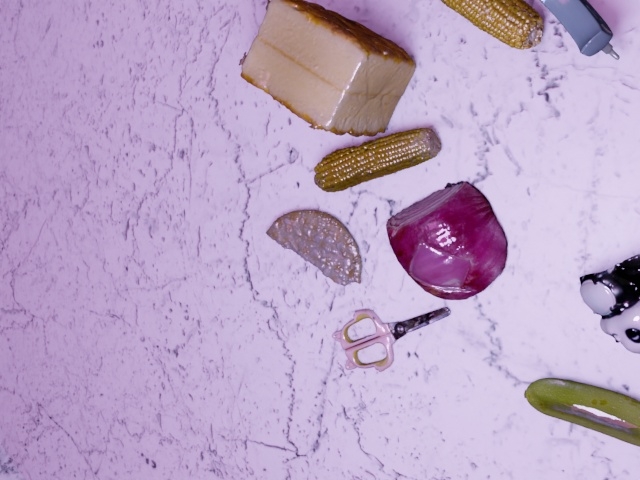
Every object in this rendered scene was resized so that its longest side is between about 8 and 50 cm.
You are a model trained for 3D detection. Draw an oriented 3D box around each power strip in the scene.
[{"bbox_3d":[0.456,-0.424,1.224,0.253,0.167,0.054,52,126,12],"label":"power strip"}]

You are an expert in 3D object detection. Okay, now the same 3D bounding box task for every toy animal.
[{"bbox_3d":[0.578,0.122,1.231,0.138,0.166,0.179,-23,82,-4],"label":"toy animal"}]

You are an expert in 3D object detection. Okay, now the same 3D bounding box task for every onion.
[{"bbox_3d":[0.263,0.014,1.444,0.250,0.111,0.248,-30,79,30],"label":"onion"}]

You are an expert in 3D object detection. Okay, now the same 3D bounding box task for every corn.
[{"bbox_3d":[0.117,-0.182,1.520,0.319,0.097,0.097,-14,89,31],"label":"corn"},{"bbox_3d":[0.321,-0.482,1.342,0.293,0.106,0.106,46,117,20],"label":"corn"}]

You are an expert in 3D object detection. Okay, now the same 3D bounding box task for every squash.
[{"bbox_3d":[0.569,0.340,1.308,0.340,0.094,0.095,15,104,32],"label":"squash"}]

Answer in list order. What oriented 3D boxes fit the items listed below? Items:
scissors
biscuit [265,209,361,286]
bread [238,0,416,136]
[{"bbox_3d":[0.167,0.216,1.579,0.317,0.024,0.160,-28,82,32],"label":"scissors"},{"bbox_3d":[0.001,0.000,1.646,0.289,0.038,0.141,34,112,22],"label":"biscuit"},{"bbox_3d":[0.026,-0.371,1.439,0.279,0.279,0.207,37,113,26],"label":"bread"}]
